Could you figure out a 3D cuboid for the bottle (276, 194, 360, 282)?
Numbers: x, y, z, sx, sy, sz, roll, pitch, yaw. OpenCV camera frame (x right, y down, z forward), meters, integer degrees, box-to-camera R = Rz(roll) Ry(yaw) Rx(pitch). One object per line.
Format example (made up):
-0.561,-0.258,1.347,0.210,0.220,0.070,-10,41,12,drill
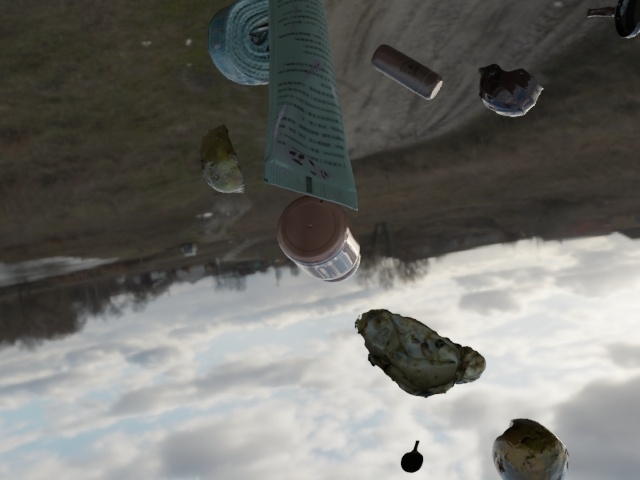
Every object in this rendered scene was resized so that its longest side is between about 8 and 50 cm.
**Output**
0.000,0.000,1.744,0.206,0.173,0.297,35,176,22,bottle

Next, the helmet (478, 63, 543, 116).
0.326,-0.260,1.231,0.123,0.070,0.098,16,172,41,helmet

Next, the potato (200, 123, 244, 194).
-0.227,-0.168,1.540,0.081,0.164,0.200,-17,-163,-8,potato

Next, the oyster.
0.208,0.235,1.507,0.294,0.166,0.094,40,-164,29,oyster

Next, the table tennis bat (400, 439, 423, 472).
0.206,0.478,1.538,0.050,0.007,0.083,1,-141,25,table tennis bat

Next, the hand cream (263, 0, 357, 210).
-0.016,-0.165,0.646,0.085,0.331,0.058,19,133,-27,hand cream

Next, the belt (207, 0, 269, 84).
-0.097,-0.323,1.116,0.163,0.147,0.082,1,-175,-33,belt

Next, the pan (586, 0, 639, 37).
0.683,-0.523,1.593,0.040,0.114,0.212,-3,-164,-11,pan

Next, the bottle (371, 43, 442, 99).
0.167,-0.326,1.344,0.140,0.053,0.053,35,-167,14,bottle

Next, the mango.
0.436,0.442,1.420,0.156,0.151,0.248,-13,148,-2,mango
